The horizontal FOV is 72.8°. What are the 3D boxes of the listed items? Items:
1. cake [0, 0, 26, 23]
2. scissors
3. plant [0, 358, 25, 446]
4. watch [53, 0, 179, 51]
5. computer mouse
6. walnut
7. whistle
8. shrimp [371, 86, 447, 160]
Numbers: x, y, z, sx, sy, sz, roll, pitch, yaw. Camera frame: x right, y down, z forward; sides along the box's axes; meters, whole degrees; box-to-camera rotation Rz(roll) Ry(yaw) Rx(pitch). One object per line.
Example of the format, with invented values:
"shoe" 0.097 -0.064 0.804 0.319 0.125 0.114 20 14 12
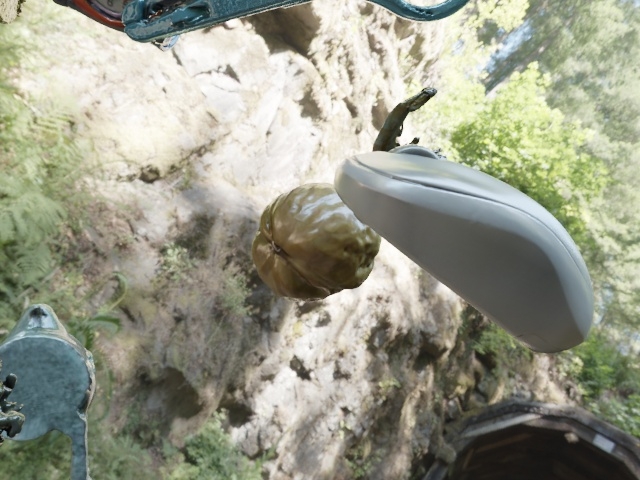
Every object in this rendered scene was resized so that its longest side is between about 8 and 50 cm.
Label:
"cake" -0.583 -0.515 0.737 0.156 0.179 0.260 12 -35 -25
"scissors" -0.018 -0.272 0.420 0.032 0.391 0.180 -62 138 -78
"plant" -0.264 0.116 0.268 0.092 0.143 0.095 -131 -156 -73
"watch" -0.304 -0.509 0.754 0.241 0.306 0.275 22 22 -11
"computer mouse" 0.154 -0.009 0.441 0.296 0.121 0.184 39 14 -3
"walnut" 0.003 0.002 1.092 0.305 0.343 0.307 9 -73 31
"whistle" -0.525 0.336 0.877 0.405 0.188 0.168 60 -26 -10
"shrimp" 0.167 -0.173 0.706 0.035 0.195 0.148 44 -51 41
